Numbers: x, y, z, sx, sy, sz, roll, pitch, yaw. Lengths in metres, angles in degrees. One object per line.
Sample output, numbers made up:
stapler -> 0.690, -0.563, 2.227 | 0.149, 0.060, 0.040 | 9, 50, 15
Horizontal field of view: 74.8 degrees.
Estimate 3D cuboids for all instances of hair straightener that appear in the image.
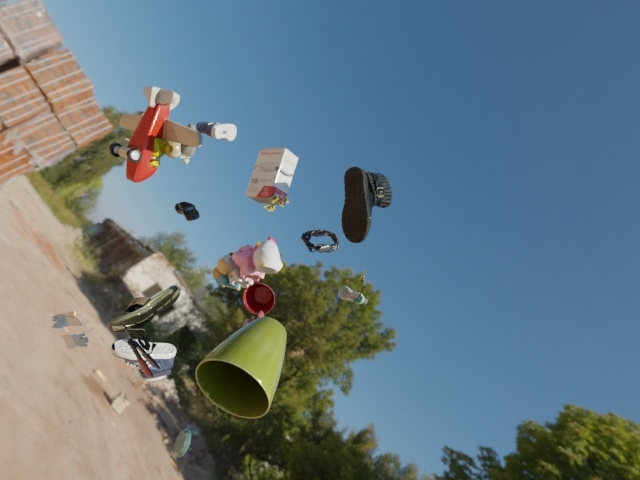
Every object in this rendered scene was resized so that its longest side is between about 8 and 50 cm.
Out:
hair straightener -> -0.670, 0.411, 1.589 | 0.047, 0.089, 0.230 | -1, -57, 30

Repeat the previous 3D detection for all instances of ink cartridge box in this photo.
ink cartridge box -> -0.254, -0.334, 2.182 | 0.197, 0.273, 0.114 | 9, -11, 40

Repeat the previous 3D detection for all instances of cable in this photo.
cable -> 0.000, 0.000, 1.933 | 0.150, 0.184, 0.047 | 43, -46, 36

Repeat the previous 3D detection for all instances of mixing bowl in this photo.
mixing bowl -> -0.336, 0.318, 2.365 | 0.181, 0.181, 0.098 | 55, 10, -1

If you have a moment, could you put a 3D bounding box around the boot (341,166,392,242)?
boot -> 0.220, -0.155, 1.900 | 0.131, 0.260, 0.348 | 1, -93, 35

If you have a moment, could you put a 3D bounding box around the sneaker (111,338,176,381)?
sneaker -> -0.920, 0.636, 2.138 | 0.236, 0.323, 0.130 | -64, -144, 18

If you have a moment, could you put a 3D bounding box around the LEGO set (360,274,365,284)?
LEGO set -> 0.247, 0.228, 2.418 | 0.054, 0.023, 0.083 | 67, -24, 11

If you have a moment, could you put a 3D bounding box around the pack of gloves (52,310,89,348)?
pack of gloves -> -1.251, 0.455, 2.071 | 0.232, 0.046, 0.195 | -13, -77, 32

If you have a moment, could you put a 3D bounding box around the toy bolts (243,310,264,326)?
toy bolts -> -0.280, 0.436, 1.811 | 0.158, 0.218, 0.228 | 54, 12, -9

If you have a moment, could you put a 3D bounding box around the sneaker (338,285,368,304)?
sneaker -> 0.151, 0.260, 1.940 | 0.076, 0.065, 0.166 | 28, -3, -44

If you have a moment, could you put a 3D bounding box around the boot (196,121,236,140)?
boot -> -0.395, -0.427, 1.607 | 0.086, 0.069, 0.190 | 19, 13, 9

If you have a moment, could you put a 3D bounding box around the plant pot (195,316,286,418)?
plant pot -> -0.242, 0.416, 1.485 | 0.275, 0.293, 0.275 | 11, -56, 16

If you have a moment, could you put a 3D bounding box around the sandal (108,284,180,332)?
sandal -> -0.709, 0.269, 1.686 | 0.086, 0.303, 0.120 | 41, -41, 16

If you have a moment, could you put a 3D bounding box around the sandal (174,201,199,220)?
sandal -> -0.694, -0.168, 2.191 | 0.254, 0.097, 0.054 | 27, -46, 50

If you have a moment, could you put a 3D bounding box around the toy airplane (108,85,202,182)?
toy airplane -> -0.700, -0.468, 1.824 | 0.272, 0.384, 0.386 | 37, 28, -61

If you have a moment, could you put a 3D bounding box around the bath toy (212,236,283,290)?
bath toy -> -0.267, 0.079, 1.524 | 0.151, 0.129, 0.348 | 23, -31, -34

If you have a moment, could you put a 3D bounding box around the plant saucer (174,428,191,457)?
plant saucer -> -0.627, 0.910, 1.887 | 0.021, 0.119, 0.119 | 34, -10, -32

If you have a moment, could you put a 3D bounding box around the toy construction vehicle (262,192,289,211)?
toy construction vehicle -> -0.182, -0.151, 1.713 | 0.086, 0.098, 0.035 | 45, -14, 46
